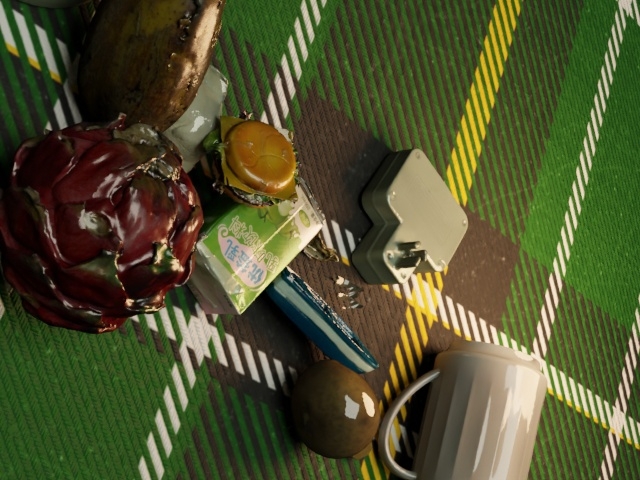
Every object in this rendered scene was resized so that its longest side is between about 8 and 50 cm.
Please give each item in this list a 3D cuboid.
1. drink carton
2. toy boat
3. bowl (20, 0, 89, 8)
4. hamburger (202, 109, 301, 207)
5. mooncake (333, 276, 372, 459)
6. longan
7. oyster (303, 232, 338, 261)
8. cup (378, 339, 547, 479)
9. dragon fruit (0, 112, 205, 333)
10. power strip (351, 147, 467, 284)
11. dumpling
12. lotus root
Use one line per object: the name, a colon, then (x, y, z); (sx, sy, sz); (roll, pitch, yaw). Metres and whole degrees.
drink carton: (-0.130, -0.012, 1.997); (0.271, 0.108, 0.161); (-47, 118, -35)
toy boat: (0.004, 0.160, 2.117); (0.062, 0.096, 0.299); (-42, 115, 4)
bowl: (-0.383, -0.548, 1.728); (0.354, 0.185, 0.354); (3, 86, -43)
hamburger: (-0.118, -0.128, 1.902); (0.189, 0.093, 0.164); (24, 53, -26)
mooncake: (0.065, 0.250, 2.207); (0.150, 0.057, 0.347); (17, 78, -40)
longan: (0.026, 0.311, 2.090); (0.167, 0.167, 0.187); (-48, 124, -34)
oyster: (0.000, 0.000, 2.150); (0.038, 0.080, 0.083); (-68, 167, -49)
cup: (0.286, 0.376, 2.315); (0.323, 0.237, 0.327); (17, 76, -10)
dragon fruit: (-0.330, -0.019, 1.676); (0.329, 0.329, 0.329); (2, 87, -43)
power strip: (0.188, -0.028, 2.282); (0.229, 0.141, 0.261); (53, 53, -27)
dumpling: (-0.243, -0.210, 1.911); (0.155, 0.111, 0.181); (30, 60, -7)
lotus root: (-0.265, -0.312, 1.759); (0.179, 0.196, 0.397); (-2, 130, -41)
